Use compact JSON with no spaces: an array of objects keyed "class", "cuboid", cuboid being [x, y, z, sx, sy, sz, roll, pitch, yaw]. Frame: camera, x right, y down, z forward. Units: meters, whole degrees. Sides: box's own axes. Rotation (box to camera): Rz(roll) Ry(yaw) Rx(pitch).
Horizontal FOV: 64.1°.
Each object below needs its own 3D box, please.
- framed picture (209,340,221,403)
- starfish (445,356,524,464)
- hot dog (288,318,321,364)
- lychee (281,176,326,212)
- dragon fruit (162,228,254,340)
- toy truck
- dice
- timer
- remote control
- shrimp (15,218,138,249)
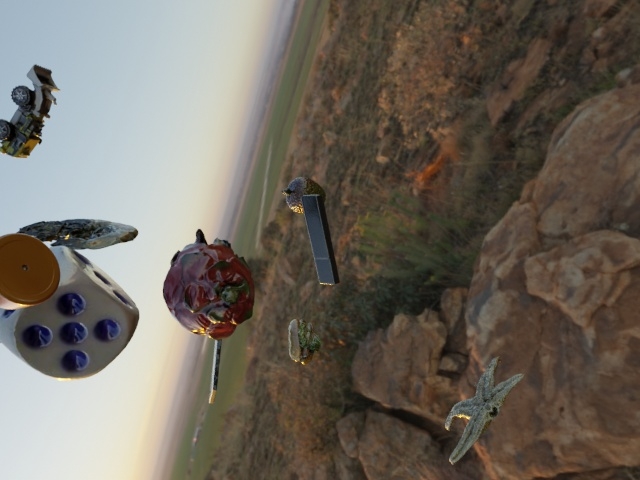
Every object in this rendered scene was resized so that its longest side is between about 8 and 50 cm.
[{"class":"framed picture","cuboid":[-0.311,0.338,1.545,0.192,0.018,0.266,117,157,-58]},{"class":"starfish","cuboid":[0.338,0.362,1.114,0.247,0.050,0.138,-48,5,-4]},{"class":"hot dog","cuboid":[-0.029,0.179,0.931,0.041,0.056,0.133,-59,14,17]},{"class":"lychee","cuboid":[-0.052,-0.139,1.566,0.114,0.146,0.114,-27,60,60]},{"class":"dragon fruit","cuboid":[-0.232,0.097,1.061,0.193,0.192,0.274,-50,23,-10]},{"class":"toy truck","cuboid":[-0.871,-0.380,1.537,0.286,0.111,0.136,-58,6,7]},{"class":"dice","cuboid":[-0.621,0.177,1.252,0.243,0.251,0.259,-45,34,-9]},{"class":"timer","cuboid":[-0.569,0.074,0.911,0.152,0.132,0.132,-24,40,26]},{"class":"remote control","cuboid":[0.000,0.000,1.297,0.025,0.063,0.245,-37,-60,-53]},{"class":"shrimp","cuboid":[-0.753,-0.014,1.572,0.233,0.364,0.071,-124,36,-70]}]
